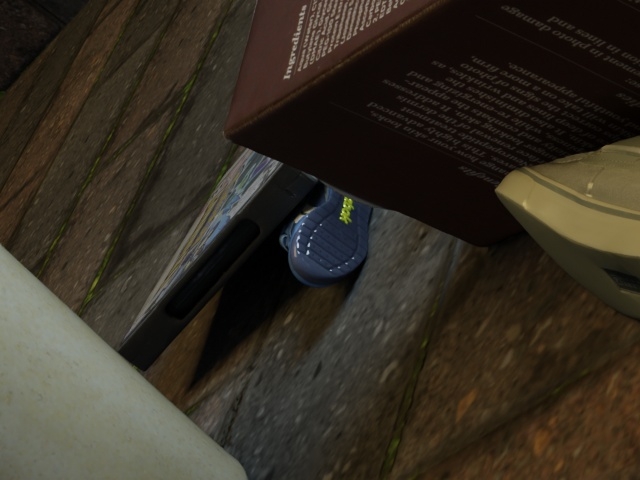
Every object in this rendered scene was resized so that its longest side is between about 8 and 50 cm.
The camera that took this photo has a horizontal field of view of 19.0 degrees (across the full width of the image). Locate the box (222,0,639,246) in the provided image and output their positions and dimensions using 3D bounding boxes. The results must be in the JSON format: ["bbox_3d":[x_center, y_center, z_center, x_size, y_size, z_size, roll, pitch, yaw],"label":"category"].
[{"bbox_3d":[0.125,-0.126,0.994,0.381,0.191,0.143,-27,46,56],"label":"box"}]

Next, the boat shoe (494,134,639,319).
[{"bbox_3d":[0.162,-0.012,0.920,0.081,0.079,0.227,-46,20,-7],"label":"boat shoe"}]

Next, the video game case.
[{"bbox_3d":[-0.043,-0.051,1.522,0.248,0.035,0.275,-46,9,36],"label":"video game case"}]

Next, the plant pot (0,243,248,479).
[{"bbox_3d":[-0.228,0.156,1.220,0.334,0.305,0.334,-47,17,19],"label":"plant pot"}]

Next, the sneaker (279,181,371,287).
[{"bbox_3d":[0.000,0.000,1.368,0.059,0.053,0.144,-44,10,27],"label":"sneaker"}]
